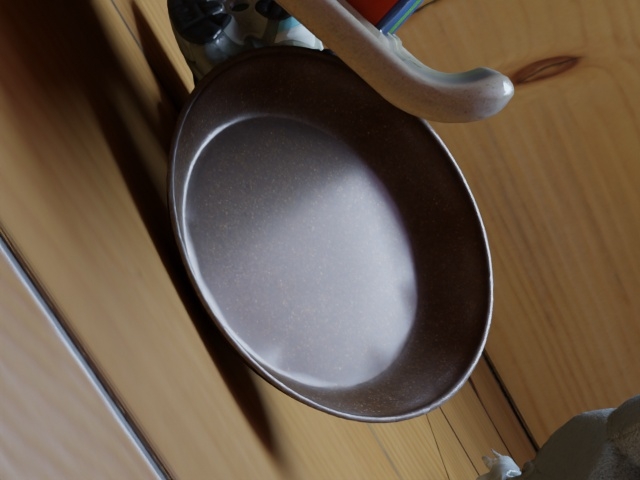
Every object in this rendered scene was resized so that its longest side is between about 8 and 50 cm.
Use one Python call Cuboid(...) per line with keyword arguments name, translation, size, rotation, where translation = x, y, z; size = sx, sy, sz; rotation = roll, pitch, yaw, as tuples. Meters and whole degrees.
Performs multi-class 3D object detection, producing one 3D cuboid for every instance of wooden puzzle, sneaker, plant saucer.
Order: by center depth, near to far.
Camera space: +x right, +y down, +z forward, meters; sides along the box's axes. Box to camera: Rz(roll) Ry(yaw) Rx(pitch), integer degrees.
Cuboid(name="wooden puzzle", translation=(-0.045, -0.185, 0.921), size=(0.348, 0.080, 0.322), rotation=(38, 7, -1))
Cuboid(name="plant saucer", translation=(0.000, 0.000, 0.943), size=(0.199, 0.036, 0.198), rotation=(18, 58, -31))
Cuboid(name="sneaker", translation=(-0.019, -0.054, 1.120), size=(0.283, 0.110, 0.122), rotation=(-100, 176, -54))

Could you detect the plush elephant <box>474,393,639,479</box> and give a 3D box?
Cuboid(name="plush elephant", translation=(0.273, 0.258, 1.445), size=(0.255, 0.271, 0.330), rotation=(36, -13, -14))
